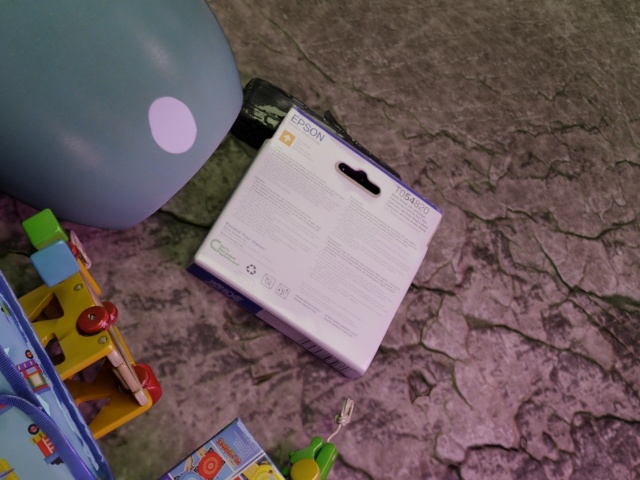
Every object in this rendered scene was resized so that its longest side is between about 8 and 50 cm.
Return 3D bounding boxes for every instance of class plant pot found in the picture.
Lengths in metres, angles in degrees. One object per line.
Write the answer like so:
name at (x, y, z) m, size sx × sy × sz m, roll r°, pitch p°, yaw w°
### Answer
plant pot at (-0.216, -0.150, 0.943) m, size 0.235 × 0.293 × 0.293 m, roll 44°, pitch 48°, yaw -21°

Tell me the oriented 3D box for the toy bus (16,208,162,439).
toy bus at (-0.231, 0.085, 0.896) m, size 0.104 × 0.202 × 0.191 m, roll -30°, pitch 88°, yaw -9°

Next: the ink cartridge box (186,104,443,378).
ink cartridge box at (0.000, 0.000, 1.107) m, size 0.223 × 0.045 × 0.224 m, roll 35°, pitch 63°, yaw -9°

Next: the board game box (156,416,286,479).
board game box at (-0.066, 0.278, 0.895) m, size 0.136 × 0.035 × 0.201 m, roll -36°, pitch 85°, yaw -10°

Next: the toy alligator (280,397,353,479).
toy alligator at (-0.019, 0.231, 0.985) m, size 0.051 × 0.056 × 0.190 m, roll 7°, pitch 49°, yaw 20°

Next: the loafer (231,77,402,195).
loafer at (0.002, -0.118, 1.181) m, size 0.223 × 0.076 × 0.078 m, roll 29°, pitch 60°, yaw -10°

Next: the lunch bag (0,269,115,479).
lunch bag at (-0.296, 0.162, 0.755) m, size 0.221 × 0.138 × 0.293 m, roll -32°, pitch 91°, yaw 0°
